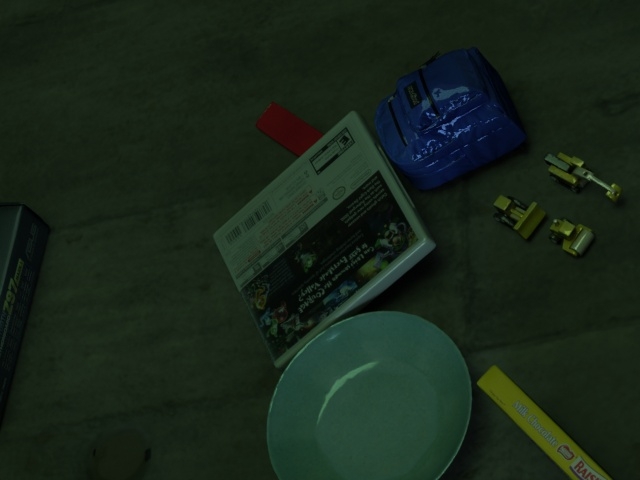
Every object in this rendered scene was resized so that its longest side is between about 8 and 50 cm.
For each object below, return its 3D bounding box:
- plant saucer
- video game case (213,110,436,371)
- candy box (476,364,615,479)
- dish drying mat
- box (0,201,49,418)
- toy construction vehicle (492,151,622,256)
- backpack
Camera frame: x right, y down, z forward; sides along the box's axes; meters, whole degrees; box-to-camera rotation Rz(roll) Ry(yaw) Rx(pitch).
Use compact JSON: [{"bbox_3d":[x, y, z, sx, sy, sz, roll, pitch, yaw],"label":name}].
[{"bbox_3d":[0.047,0.157,1.679,0.195,0.037,0.195,-13,58,22],"label":"plant saucer"},{"bbox_3d":[0.000,0.000,1.777,0.190,0.022,0.173,-41,52,17],"label":"video game case"},{"bbox_3d":[0.212,0.186,1.536,0.027,0.105,0.206,-44,53,-1],"label":"candy box"},{"bbox_3d":[-0.028,-0.106,1.882,0.083,0.008,0.032,36,84,36],"label":"dish drying mat"},{"bbox_3d":[-0.385,0.077,1.931,0.183,0.059,0.232,-1,64,25],"label":"box"},{"bbox_3d":[0.208,-0.036,1.705,0.098,0.035,0.086,35,83,36],"label":"toy construction vehicle"},{"bbox_3d":[0.109,-0.115,1.761,0.120,0.101,0.098,-30,48,16],"label":"backpack"}]
